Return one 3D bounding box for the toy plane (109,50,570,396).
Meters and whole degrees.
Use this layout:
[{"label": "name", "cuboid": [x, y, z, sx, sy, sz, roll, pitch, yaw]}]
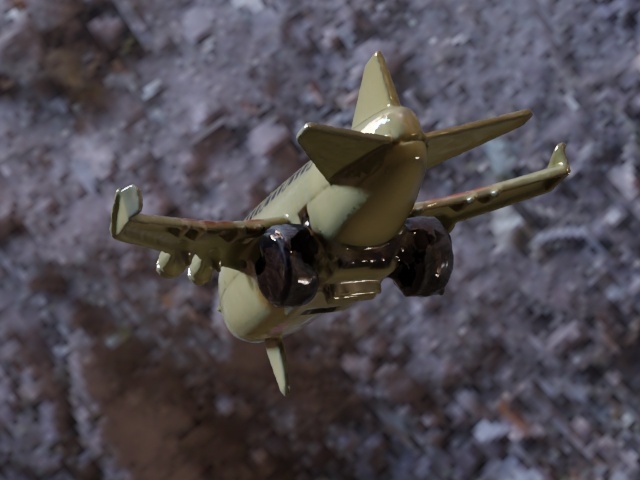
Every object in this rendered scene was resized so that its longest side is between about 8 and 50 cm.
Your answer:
[{"label": "toy plane", "cuboid": [0.000, 0.000, 0.888, 0.244, 0.229, 0.092, -55, 47, 54]}]
